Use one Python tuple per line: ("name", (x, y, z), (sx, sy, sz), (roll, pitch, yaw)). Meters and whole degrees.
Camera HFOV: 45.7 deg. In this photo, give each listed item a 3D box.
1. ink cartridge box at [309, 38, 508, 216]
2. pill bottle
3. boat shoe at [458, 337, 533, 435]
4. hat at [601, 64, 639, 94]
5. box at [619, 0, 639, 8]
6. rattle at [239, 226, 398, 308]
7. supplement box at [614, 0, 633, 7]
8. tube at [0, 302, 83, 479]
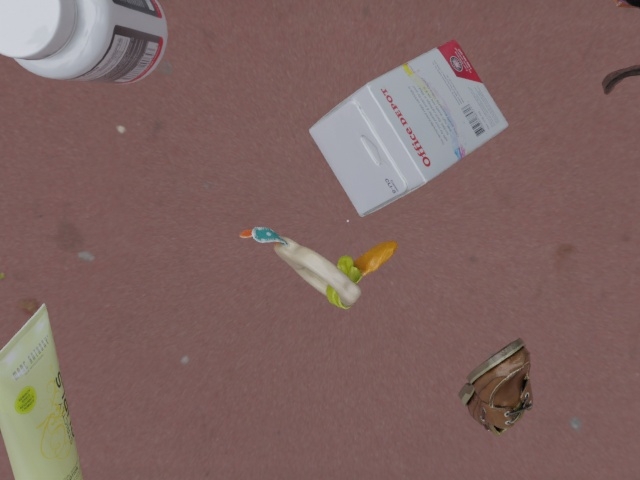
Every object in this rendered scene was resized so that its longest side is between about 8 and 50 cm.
("ink cartridge box", (0.104, -0.133, 0.905), (0.176, 0.127, 0.128), (-33, 93, -38))
("pill bottle", (-0.368, -0.329, 1.144), (0.176, 0.318, 0.176), (2, 99, 11))
("boat shoe", (0.309, 0.250, 1.261), (0.111, 0.307, 0.104), (-30, 68, -6))
("hat", (0.371, -0.084, 0.565), (0.331, 0.331, 0.134), (-8, 98, 2))
("box", (0.203, -0.163, 0.442), (0.162, 0.116, 0.029), (6, 97, -26))
("rattle", (0.000, 0.000, 1.154), (0.200, 0.130, 0.142), (39, 94, 3))
("supplement box", (0.326, -0.331, 0.686), (0.078, 0.080, 0.233), (7, 83, 3))
("tube", (-0.264, 0.182, 0.714), (0.062, 0.070, 0.240), (-14, 125, -24))
